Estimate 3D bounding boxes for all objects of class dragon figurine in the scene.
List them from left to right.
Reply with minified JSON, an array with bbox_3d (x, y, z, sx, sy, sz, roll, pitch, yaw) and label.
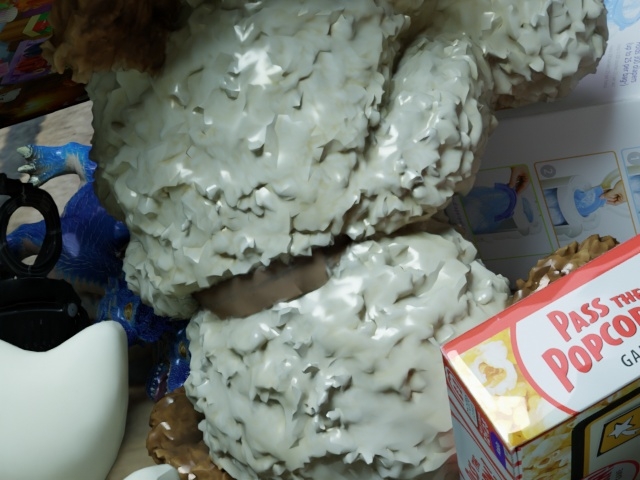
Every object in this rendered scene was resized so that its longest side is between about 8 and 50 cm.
[{"bbox_3d":[-0.102,-0.018,0.772,0.144,0.085,0.289,-7,40,19],"label":"dragon figurine"}]

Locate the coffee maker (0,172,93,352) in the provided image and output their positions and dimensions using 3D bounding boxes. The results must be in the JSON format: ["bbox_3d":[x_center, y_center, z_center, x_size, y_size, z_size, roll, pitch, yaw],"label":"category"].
[{"bbox_3d":[-0.202,0.063,0.655,0.178,0.120,0.171,2,71,34],"label":"coffee maker"}]

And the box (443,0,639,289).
[{"bbox_3d":[0.166,-0.057,0.648,0.203,0.103,0.114,-7,36,24],"label":"box"}]

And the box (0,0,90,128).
[{"bbox_3d":[-0.091,-0.118,0.534,0.201,0.057,0.293,-21,-4,-20],"label":"box"}]

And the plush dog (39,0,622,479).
[{"bbox_3d":[0.000,0.000,0.538,0.262,0.225,0.210,-24,-3,26],"label":"plush dog"}]

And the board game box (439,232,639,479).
[{"bbox_3d":[0.140,0.041,0.480,0.193,0.147,0.045,-29,58,-9],"label":"board game box"}]

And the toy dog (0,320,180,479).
[{"bbox_3d":[-0.220,0.119,0.371,0.395,0.284,0.408,-25,68,-26],"label":"toy dog"}]
